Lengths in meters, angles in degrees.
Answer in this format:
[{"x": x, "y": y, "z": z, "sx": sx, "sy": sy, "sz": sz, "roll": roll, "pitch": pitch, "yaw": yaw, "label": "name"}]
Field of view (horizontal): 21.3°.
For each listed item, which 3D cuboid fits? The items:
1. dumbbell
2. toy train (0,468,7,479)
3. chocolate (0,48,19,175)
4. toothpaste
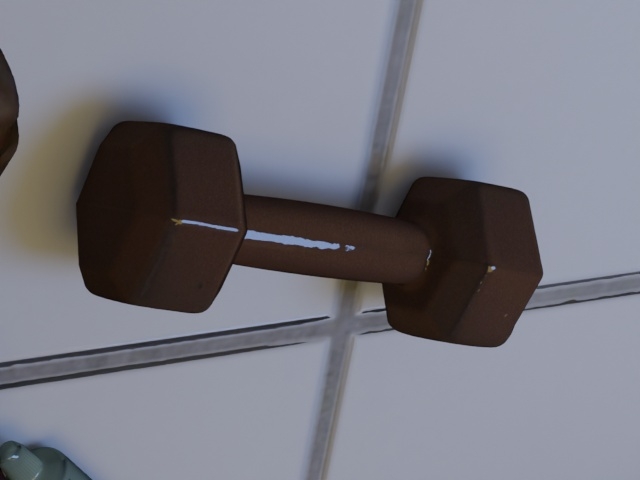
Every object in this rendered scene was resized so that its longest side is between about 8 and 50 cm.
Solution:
[{"x": 0.000, "y": 0.000, "z": 0.803, "sx": 0.231, "sy": 0.092, "sz": 0.082, "roll": 9, "pitch": 91, "yaw": -33, "label": "dumbbell"}, {"x": -0.275, "y": 0.133, "z": 0.715, "sx": 0.304, "sy": 0.150, "sz": 0.221, "roll": -29, "pitch": 139, "yaw": -9, "label": "toy train"}, {"x": -0.176, "y": -0.048, "z": 0.578, "sx": 0.093, "sy": 0.214, "sz": 0.148, "roll": 17, "pitch": 114, "yaw": -36, "label": "chocolate"}, {"x": -0.113, "y": 0.159, "z": 0.894, "sx": 0.057, "sy": 0.035, "sz": 0.197, "roll": -25, "pitch": 136, "yaw": 11, "label": "toothpaste"}]
